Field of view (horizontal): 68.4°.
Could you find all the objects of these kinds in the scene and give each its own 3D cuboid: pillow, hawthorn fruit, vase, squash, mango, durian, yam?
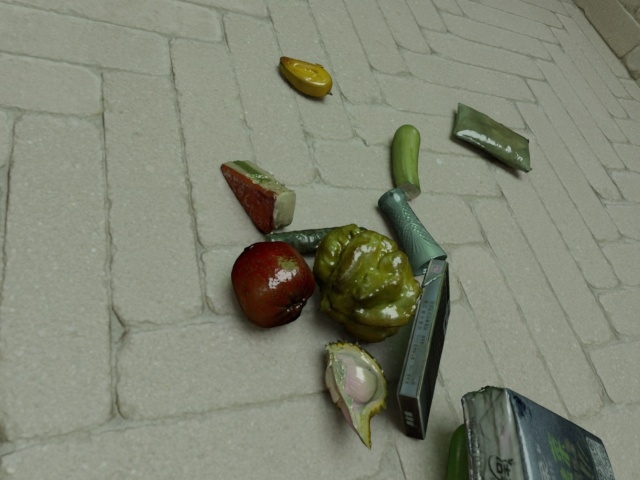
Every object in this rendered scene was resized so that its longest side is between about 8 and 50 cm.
[{"bbox_3d":[0.590,-0.349,1.602,0.302,0.075,0.185,26,50,-7],"label":"pillow"},{"bbox_3d":[-0.104,0.071,0.927,0.156,0.157,0.194,-14,48,-33],"label":"hawthorn fruit"},{"bbox_3d":[0.225,-0.028,1.192,0.096,0.096,0.219,-10,61,-32],"label":"vase"},{"bbox_3d":[0.288,0.442,0.912,0.095,0.095,0.188,24,48,-11],"label":"squash"},{"bbox_3d":[-0.042,-0.475,1.369,0.187,0.066,0.101,29,58,0],"label":"mango"},{"bbox_3d":[0.061,0.295,0.887,0.140,0.078,0.224,25,34,-22],"label":"durian"},{"bbox_3d":[0.000,0.000,1.077,0.273,0.061,0.061,-7,63,-31],"label":"yam"},{"bbox_3d":[0.248,-0.234,1.348,0.083,0.083,0.250,17,55,-16],"label":"squash"}]

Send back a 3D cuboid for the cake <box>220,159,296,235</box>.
[{"bbox_3d":[-0.142,-0.096,1.080,0.086,0.117,0.220,-18,36,-38],"label":"cake"}]

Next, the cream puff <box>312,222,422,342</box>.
[{"bbox_3d":[0.089,0.087,0.957,0.244,0.244,0.196,30,64,-6],"label":"cream puff"}]

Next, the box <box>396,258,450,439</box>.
[{"bbox_3d":[0.222,0.217,0.976,0.047,0.180,0.325,5,47,22],"label":"box"}]

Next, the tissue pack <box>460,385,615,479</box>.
[{"bbox_3d":[0.426,0.467,0.871,0.394,0.124,0.288,31,47,-31],"label":"tissue pack"}]
